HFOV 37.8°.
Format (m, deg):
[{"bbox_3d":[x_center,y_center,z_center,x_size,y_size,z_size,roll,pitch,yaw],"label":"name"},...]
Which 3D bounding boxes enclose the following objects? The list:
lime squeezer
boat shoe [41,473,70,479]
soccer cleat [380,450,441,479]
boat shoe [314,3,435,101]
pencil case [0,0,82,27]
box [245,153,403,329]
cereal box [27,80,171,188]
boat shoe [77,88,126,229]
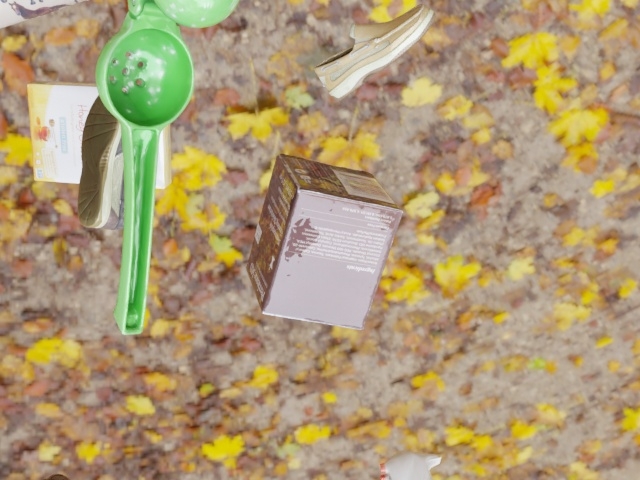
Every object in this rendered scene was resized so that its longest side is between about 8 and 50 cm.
[{"bbox_3d":[-0.069,-0.097,0.471,0.059,0.110,0.310,12,128,-30],"label":"lime squeezer"},{"bbox_3d":[-0.218,0.346,0.929,0.095,0.095,0.257,-12,112,37],"label":"boat shoe"},{"bbox_3d":[0.114,0.322,1.019,0.076,0.196,0.068,-7,146,-1],"label":"soccer cleat"},{"bbox_3d":[0.068,-0.268,1.275,0.190,0.068,0.072,-35,105,28],"label":"boat shoe"},{"bbox_3d":[-0.521,-0.480,1.632,0.410,0.160,0.183,-14,149,9],"label":"pencil case"},{"bbox_3d":[0.000,0.000,1.425,0.167,0.168,0.203,11,110,-19],"label":"box"},{"bbox_3d":[-0.376,-0.181,1.598,0.240,0.047,0.173,3,108,9],"label":"cereal box"},{"bbox_3d":[-0.319,-0.124,1.435,0.080,0.223,0.073,-2,167,36],"label":"boat shoe"}]
